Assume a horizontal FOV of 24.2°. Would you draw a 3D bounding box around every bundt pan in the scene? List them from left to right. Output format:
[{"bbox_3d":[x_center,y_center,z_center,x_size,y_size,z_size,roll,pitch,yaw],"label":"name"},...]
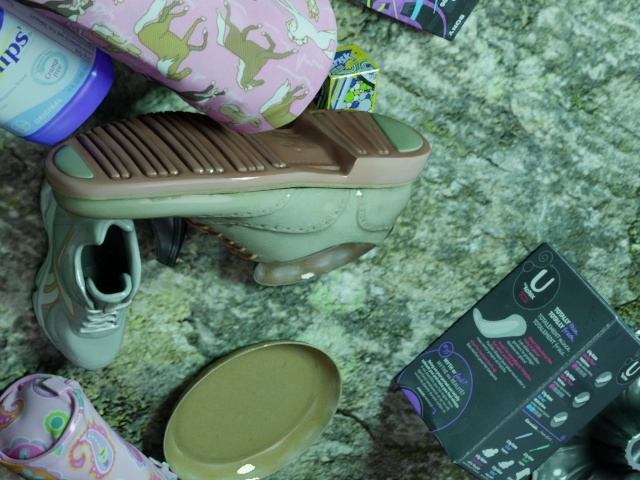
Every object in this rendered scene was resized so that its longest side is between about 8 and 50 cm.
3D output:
[{"bbox_3d":[0.425,0.280,2.059,0.330,0.124,0.331,-1,94,-8],"label":"bundt pan"}]

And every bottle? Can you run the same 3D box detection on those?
[{"bbox_3d":[-0.307,-0.182,1.261,0.118,0.092,0.283,-43,138,15],"label":"bottle"}]

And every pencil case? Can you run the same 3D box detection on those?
[{"bbox_3d":[-0.255,0.257,1.674,0.124,0.124,0.284,-37,139,0],"label":"pencil case"},{"bbox_3d":[-0.156,-0.230,1.265,0.386,0.167,0.160,27,87,-45],"label":"pencil case"}]

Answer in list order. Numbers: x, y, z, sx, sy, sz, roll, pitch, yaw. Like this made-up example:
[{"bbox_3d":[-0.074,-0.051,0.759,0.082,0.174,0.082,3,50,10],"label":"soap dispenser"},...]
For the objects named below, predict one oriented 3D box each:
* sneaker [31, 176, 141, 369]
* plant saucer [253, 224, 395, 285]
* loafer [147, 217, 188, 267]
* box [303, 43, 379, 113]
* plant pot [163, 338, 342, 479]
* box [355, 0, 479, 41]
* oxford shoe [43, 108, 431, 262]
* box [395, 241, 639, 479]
[{"bbox_3d":[-0.229,0.049,1.500,0.099,0.121,0.262,-16,134,-21],"label":"sneaker"},{"bbox_3d":[0.000,0.000,1.639,0.168,0.029,0.168,-21,162,-7],"label":"plant saucer"},{"bbox_3d":[-0.163,-0.048,1.515,0.061,0.062,0.170,7,124,1],"label":"loafer"},{"bbox_3d":[0.015,-0.118,1.565,0.059,0.054,0.169,-14,133,-24],"label":"box"},{"bbox_3d":[-0.085,0.205,1.803,0.236,0.032,0.236,-18,135,-19],"label":"plant pot"},{"bbox_3d":[0.105,-0.275,1.504,0.162,0.029,0.116,14,118,-42],"label":"box"},{"bbox_3d":[-0.075,-0.035,1.427,0.397,0.140,0.146,-2,123,-29],"label":"oxford shoe"},{"bbox_3d":[0.260,0.166,1.899,0.270,0.165,0.143,-43,137,7],"label":"box"}]
